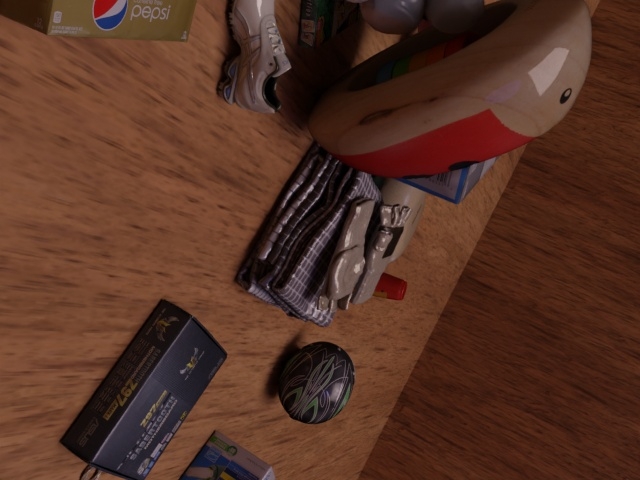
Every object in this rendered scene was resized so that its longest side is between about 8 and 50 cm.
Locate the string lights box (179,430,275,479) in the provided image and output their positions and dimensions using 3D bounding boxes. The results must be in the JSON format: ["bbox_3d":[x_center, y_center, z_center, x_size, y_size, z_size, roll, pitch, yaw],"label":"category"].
[{"bbox_3d":[-0.211,0.498,1.367,0.259,0.133,0.076,-53,158,-27],"label":"string lights box"}]

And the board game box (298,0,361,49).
[{"bbox_3d":[0.027,-0.396,0.996,0.136,0.030,0.259,-42,151,-40],"label":"board game box"}]

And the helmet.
[{"bbox_3d":[-0.009,0.301,1.578,0.169,0.169,0.161,-54,174,-23],"label":"helmet"}]

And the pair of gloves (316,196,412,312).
[{"bbox_3d":[0.078,0.028,1.284,0.240,0.042,0.204,-2,115,-64],"label":"pair of gloves"}]

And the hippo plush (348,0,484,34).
[{"bbox_3d":[0.118,-0.429,0.925,0.294,0.234,0.236,111,-16,-60],"label":"hippo plush"}]

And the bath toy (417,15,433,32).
[{"bbox_3d":[0.184,-0.391,1.243,0.348,0.129,0.151,60,50,-66],"label":"bath toy"}]

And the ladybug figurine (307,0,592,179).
[{"bbox_3d":[0.174,-0.200,1.062,0.305,0.449,0.162,-49,117,-38],"label":"ladybug figurine"}]

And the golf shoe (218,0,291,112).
[{"bbox_3d":[-0.064,-0.235,0.891,0.069,0.086,0.176,-36,145,-48],"label":"golf shoe"}]

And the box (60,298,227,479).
[{"bbox_3d":[-0.239,0.219,1.064,0.232,0.059,0.183,-57,158,-18],"label":"box"}]

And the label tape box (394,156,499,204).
[{"bbox_3d":[0.223,-0.225,1.377,0.334,0.241,0.106,-44,151,-43],"label":"label tape box"}]

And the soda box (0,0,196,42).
[{"bbox_3d":[-0.186,-0.212,0.655,0.181,0.061,0.058,-24,136,-60],"label":"soda box"}]

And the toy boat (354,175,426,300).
[{"bbox_3d":[0.117,-0.008,1.551,0.267,0.148,0.318,-56,156,-49],"label":"toy boat"}]

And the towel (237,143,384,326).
[{"bbox_3d":[0.000,0.000,1.285,0.283,0.121,0.235,-60,159,-8],"label":"towel"}]

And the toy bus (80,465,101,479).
[{"bbox_3d":[-0.320,0.450,1.087,0.191,0.104,0.202,-54,158,-25],"label":"toy bus"}]
